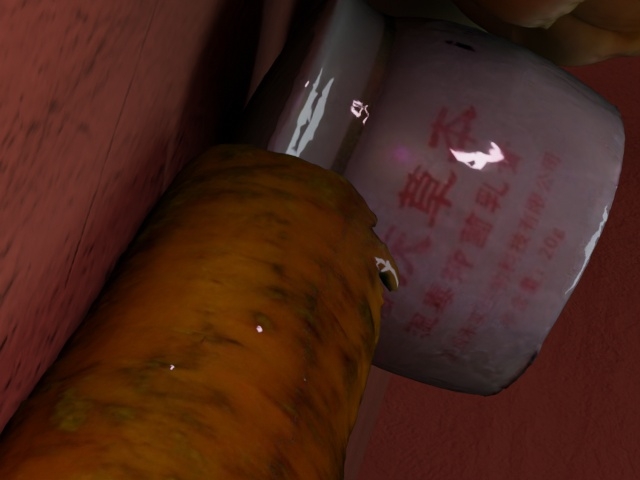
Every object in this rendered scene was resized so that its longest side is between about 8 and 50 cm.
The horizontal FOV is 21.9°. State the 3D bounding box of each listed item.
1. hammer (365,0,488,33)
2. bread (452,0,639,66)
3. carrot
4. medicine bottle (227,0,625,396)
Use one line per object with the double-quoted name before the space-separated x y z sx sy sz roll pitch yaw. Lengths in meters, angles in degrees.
"hammer" 0.000 0.000 0.826 0.202 0.113 0.305 93 22 -51
"bread" 0.157 -0.207 0.656 0.316 0.270 0.211 -40 -112 57
"carrot" -0.047 0.079 0.504 0.302 0.114 0.114 -66 170 -56
"medicine bottle" 0.033 -0.024 0.690 0.147 0.143 0.147 -62 -170 19
